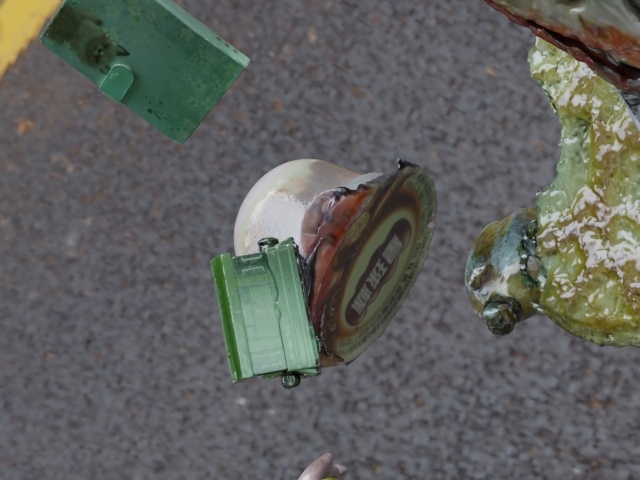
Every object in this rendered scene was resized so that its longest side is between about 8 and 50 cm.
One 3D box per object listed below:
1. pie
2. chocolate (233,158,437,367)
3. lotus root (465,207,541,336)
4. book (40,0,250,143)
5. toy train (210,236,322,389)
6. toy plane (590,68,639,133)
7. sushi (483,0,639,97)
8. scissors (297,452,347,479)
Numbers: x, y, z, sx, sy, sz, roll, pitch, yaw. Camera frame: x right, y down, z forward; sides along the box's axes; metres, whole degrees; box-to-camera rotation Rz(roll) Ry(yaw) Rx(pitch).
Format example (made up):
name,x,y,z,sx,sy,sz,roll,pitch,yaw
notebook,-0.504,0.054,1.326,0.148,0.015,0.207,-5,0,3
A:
name,x,y,z,sx,sy,sz,roll,pitch,yaw
pie,0.290,-0.090,1.245,0.296,0.078,0.371,6,92,43
chocolate,-0.006,0.000,1.326,0.147,0.221,0.221,26,91,22
lotus root,0.215,0.038,1.638,0.113,0.088,0.192,-23,27,31
book,-0.133,-0.139,1.091,0.103,0.135,0.017,-46,13,37
toy train,-0.033,0.045,0.888,0.038,0.056,0.093,145,115,-71
toy plane,0.216,-0.137,0.971,0.107,0.273,0.182,-29,55,19
sushi,0.098,-0.184,0.681,0.130,0.332,0.124,-50,12,51
scissors,-0.045,0.287,1.421,0.024,0.317,0.160,27,100,16
